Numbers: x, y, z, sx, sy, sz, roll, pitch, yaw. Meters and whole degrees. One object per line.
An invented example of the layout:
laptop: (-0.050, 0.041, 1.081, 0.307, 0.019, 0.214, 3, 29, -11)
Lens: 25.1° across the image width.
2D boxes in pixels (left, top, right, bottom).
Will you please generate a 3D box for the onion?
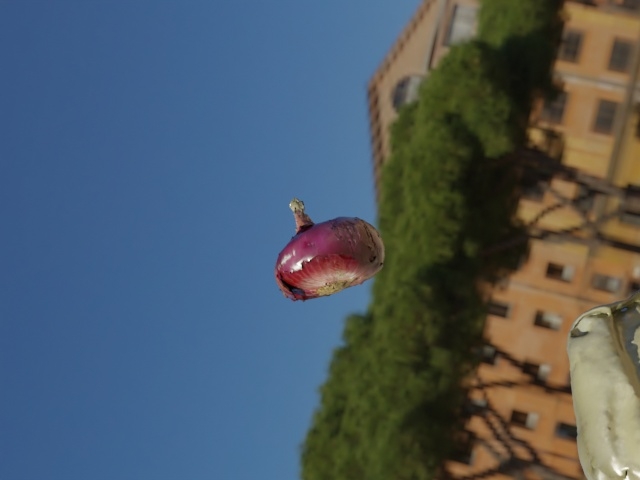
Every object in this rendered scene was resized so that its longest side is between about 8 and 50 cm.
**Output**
onion: (0.000, 0.000, 1.795, 0.150, 0.150, 0.140, 63, -173, -70)

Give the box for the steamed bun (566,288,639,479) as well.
steamed bun: (0.431, 0.192, 1.452, 0.325, 0.372, 0.230, -60, -38, -36)
